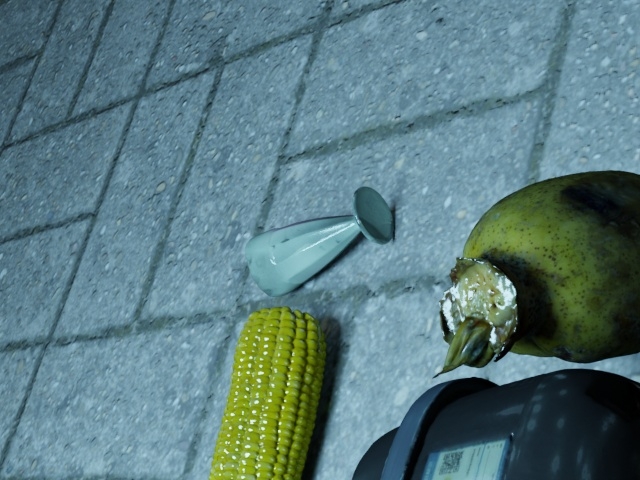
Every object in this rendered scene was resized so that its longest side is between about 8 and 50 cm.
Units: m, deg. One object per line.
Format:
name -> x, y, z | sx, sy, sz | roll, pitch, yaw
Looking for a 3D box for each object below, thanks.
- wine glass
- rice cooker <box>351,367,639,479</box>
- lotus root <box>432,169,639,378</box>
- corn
wine glass -> 0.000, 0.000, 1.399 | 0.155, 0.073, 0.073 | -27, 44, 33
rice cooker -> 0.154, 0.213, 0.874 | 0.224, 0.267, 0.267 | -20, 48, 40
lotus root -> 0.182, 0.024, 0.995 | 0.154, 0.278, 0.154 | 20, 117, 47
corn -> -0.052, 0.181, 1.295 | 0.093, 0.093, 0.244 | -18, 52, 43
